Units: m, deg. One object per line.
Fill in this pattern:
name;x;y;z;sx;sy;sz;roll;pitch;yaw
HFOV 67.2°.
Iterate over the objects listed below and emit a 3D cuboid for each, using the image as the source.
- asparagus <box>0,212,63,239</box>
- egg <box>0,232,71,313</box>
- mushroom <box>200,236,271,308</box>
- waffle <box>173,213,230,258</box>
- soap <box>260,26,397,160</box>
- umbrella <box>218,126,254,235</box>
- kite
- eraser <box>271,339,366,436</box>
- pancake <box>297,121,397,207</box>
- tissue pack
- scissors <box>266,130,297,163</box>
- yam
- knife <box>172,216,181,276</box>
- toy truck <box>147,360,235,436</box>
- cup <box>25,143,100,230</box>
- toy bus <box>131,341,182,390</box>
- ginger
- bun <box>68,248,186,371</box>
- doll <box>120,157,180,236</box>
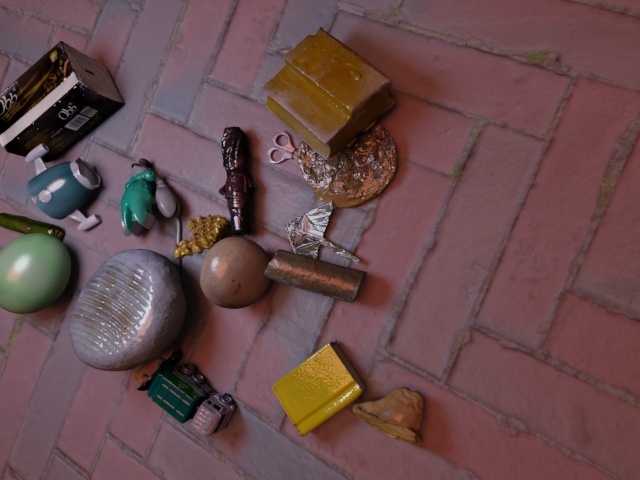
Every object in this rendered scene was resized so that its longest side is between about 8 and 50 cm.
asparagus;-1.007;-0.046;1.667;0.277;0.067;0.060;13;117;23
egg;-0.925;0.104;1.543;0.220;0.220;0.270;31;85;19
mushroom;-0.244;0.083;1.339;0.204;0.204;0.205;-2;85;19
waffle;-0.343;-0.013;1.385;0.148;0.194;0.051;-8;123;22
soap;0.015;-0.384;1.271;0.259;0.143;0.281;-45;67;-5
umbrella;-0.237;-0.171;1.396;0.090;0.094;0.327;-15;79;45
kite;0.001;0.000;1.326;0.249;0.012;0.230;25;104;23
eraser;-0.005;0.392;1.279;0.226;0.069;0.158;-39;76;13
pancake;0.071;-0.226;1.313;0.282;0.049;0.283;-1;86;15
tissue pack;-0.859;-0.439;1.573;0.369;0.210;0.198;-31;73;13
scissors;-0.068;-0.246;1.386;0.188;0.015;0.100;24;95;17
yam;-0.014;0.092;1.276;0.258;0.093;0.093;15;91;10
knife;-0.444;0.030;1.491;0.028;0.015;0.211;-3;85;12
toy truck;-0.375;0.447;1.372;0.253;0.124;0.114;32;99;16
cup;-0.820;-0.178;1.567;0.173;0.167;0.300;-32;102;4
toy bus;-0.498;0.377;1.459;0.172;0.057;0.072;-44;70;9
ginger;0.169;0.422;1.214;0.193;0.115;0.123;11;68;27
bun;-0.542;0.207;1.394;0.361;0.211;0.363;-7;66;15
doll;-0.524;-0.127;1.478;0.194;0.153;0.259;-1;68;37
